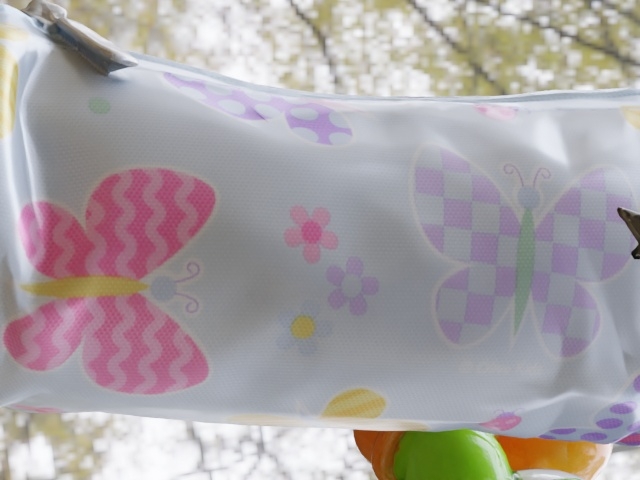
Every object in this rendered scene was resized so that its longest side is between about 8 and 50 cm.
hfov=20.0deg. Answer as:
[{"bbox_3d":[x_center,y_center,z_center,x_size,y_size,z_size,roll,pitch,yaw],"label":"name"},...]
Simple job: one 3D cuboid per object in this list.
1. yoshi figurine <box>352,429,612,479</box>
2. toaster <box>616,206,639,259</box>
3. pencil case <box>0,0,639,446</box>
[{"bbox_3d":[0.146,0.172,0.874,0.362,0.203,0.203,-113,-164,-54],"label":"yoshi figurine"},{"bbox_3d":[0.187,0.047,0.436,0.168,0.110,0.186,-21,-92,15],"label":"toaster"},{"bbox_3d":[0.000,0.000,0.586,0.113,0.273,0.124,149,-55,-65],"label":"pencil case"}]
